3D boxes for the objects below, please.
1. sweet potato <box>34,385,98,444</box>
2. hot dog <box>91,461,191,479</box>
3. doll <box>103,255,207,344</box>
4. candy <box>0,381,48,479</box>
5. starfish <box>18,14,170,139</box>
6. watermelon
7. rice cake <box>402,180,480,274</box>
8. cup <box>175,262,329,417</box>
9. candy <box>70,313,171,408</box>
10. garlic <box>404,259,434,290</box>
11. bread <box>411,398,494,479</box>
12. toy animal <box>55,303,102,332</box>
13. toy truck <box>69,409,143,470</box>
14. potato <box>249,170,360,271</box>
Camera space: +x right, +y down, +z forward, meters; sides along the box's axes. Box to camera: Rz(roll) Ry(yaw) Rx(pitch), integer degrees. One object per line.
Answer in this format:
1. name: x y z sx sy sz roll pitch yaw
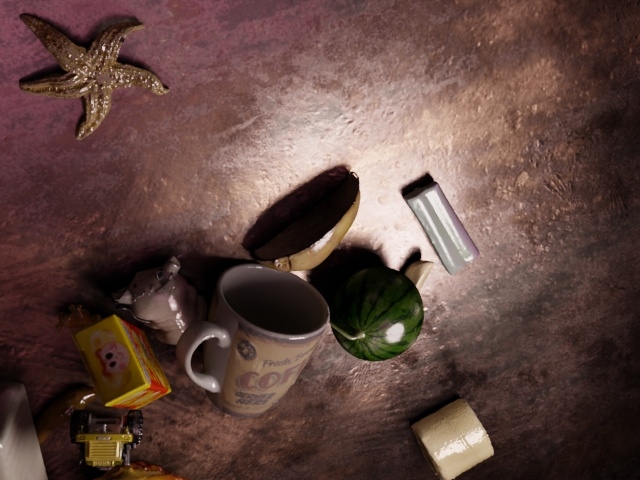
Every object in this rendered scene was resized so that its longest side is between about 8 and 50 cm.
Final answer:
1. sweet potato: -0.519 0.345 1.917 0.182 0.054 0.053 -39 112 6
2. hot dog: -0.331 0.612 2.016 0.185 0.223 0.405 -8 119 31
3. doll: -0.298 0.125 1.853 0.149 0.095 0.192 -33 124 3
4. candy: -0.612 0.458 1.841 0.145 0.208 0.359 -4 118 0
5. starfish: -0.390 -0.281 1.647 0.277 0.062 0.236 23 112 -31
6. watermelon: 0.110 0.151 1.933 0.188 0.215 0.188 8 113 18
7. rice cake: 0.250 -0.027 1.988 0.080 0.042 0.222 -33 121 2
8. cup: -0.152 0.215 1.856 0.301 0.227 0.257 -8 128 -44
9. candy: -0.357 0.226 1.769 0.088 0.276 0.146 -25 78 -4
10. garlic: 0.200 0.075 2.015 0.041 0.053 0.083 23 92 -43
11. bread: 0.298 0.453 2.196 0.141 0.134 0.148 -28 111 -3
12. toy animal: -0.451 0.162 1.844 0.083 0.060 0.081 54 52 -30
13. toy truck: -0.404 0.376 1.838 0.136 0.286 0.111 3 78 -9
14. potato: 0.003 0.000 1.880 0.261 0.120 0.100 -37 128 3
